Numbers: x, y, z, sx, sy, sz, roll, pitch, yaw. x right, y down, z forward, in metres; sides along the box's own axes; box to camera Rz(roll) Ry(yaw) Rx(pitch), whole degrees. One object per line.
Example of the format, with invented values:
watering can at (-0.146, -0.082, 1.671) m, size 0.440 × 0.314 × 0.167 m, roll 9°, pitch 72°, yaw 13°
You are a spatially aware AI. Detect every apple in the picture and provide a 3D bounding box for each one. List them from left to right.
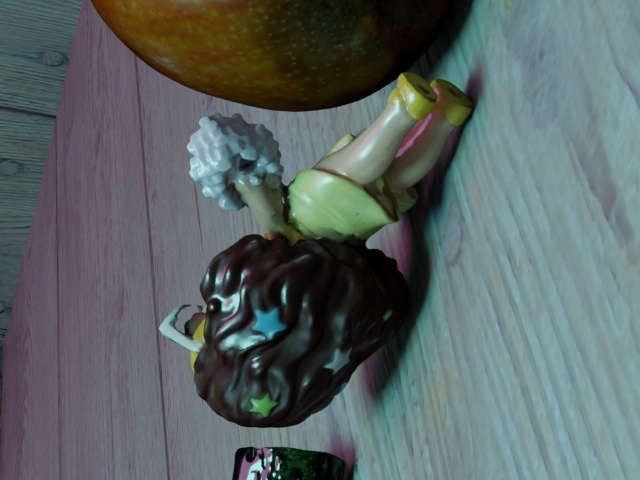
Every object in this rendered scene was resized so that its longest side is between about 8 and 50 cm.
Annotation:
apple at (-0.022, -0.184, 1.180) m, size 0.230 × 0.230 × 0.230 m, roll -171°, pitch 90°, yaw -76°

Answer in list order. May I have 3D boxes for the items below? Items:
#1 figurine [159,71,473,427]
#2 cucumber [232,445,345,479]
figurine at (0.000, 0.002, 1.156) m, size 0.116 × 0.175 × 0.240 m, roll 39°, pitch 110°, yaw 39°
cucumber at (-0.032, 0.251, 1.243) m, size 0.074 × 0.074 × 0.241 m, roll 172°, pitch 105°, yaw -75°
